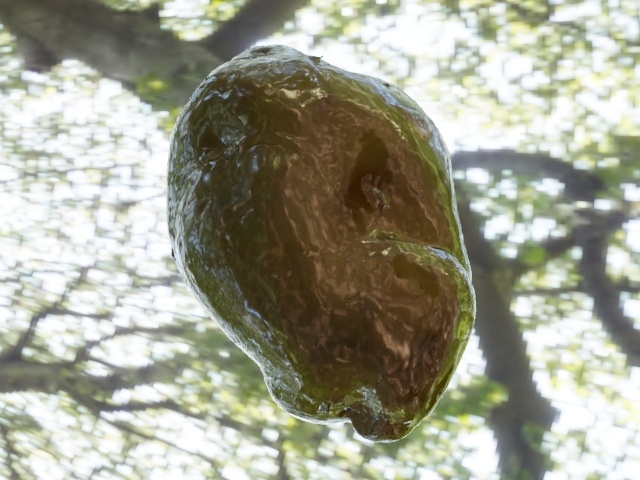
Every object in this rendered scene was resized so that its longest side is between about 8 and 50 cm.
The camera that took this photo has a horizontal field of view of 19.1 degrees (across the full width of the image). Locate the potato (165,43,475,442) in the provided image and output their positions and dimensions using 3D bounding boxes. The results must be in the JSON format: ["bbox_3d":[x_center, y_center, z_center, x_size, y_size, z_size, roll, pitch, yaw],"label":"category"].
[{"bbox_3d":[0.003,-0.002,1.430,0.218,0.202,0.351,-3,-128,-17],"label":"potato"}]
